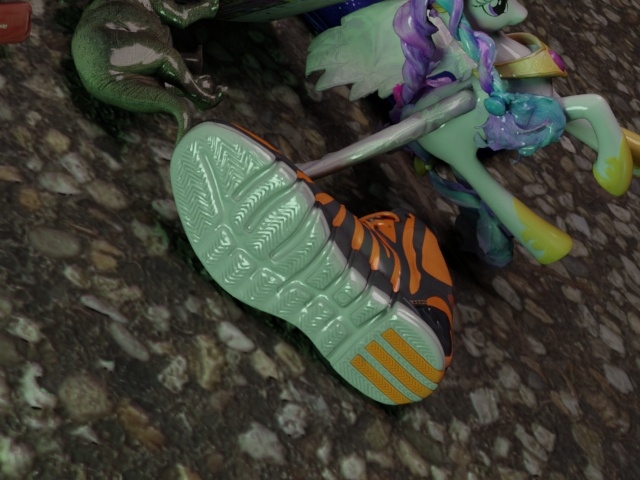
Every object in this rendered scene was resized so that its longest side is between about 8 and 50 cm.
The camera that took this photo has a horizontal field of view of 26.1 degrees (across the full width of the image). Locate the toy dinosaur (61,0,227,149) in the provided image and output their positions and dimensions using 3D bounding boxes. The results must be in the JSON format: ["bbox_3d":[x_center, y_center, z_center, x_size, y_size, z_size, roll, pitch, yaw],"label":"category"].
[{"bbox_3d":[-0.179,-0.181,1.333,0.160,0.121,0.314,6,54,-18],"label":"toy dinosaur"}]

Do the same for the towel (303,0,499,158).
[{"bbox_3d":[0.107,-0.223,1.695,0.308,0.076,0.227,52,27,19],"label":"towel"}]

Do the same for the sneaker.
[{"bbox_3d":[0.000,0.000,1.276,0.321,0.124,0.180,48,26,-11],"label":"sneaker"}]

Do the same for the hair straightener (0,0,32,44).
[{"bbox_3d":[-0.364,-0.189,1.205,0.089,0.047,0.230,25,30,28],"label":"hair straightener"}]

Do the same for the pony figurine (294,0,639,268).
[{"bbox_3d":[0.136,-0.132,1.405,0.363,0.351,0.303,47,36,-27],"label":"pony figurine"}]

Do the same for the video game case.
[{"bbox_3d":[-0.043,-0.278,1.471,0.210,0.232,0.042,-7,90,-48],"label":"video game case"}]
